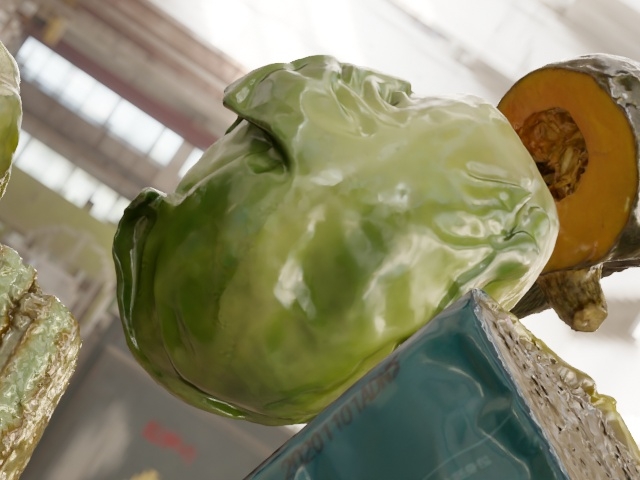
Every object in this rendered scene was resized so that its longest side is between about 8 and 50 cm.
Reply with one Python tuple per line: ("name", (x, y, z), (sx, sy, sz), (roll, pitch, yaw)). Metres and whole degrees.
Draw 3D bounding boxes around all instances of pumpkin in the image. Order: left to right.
("pumpkin", (0.198, -0.021, 1.648), (0.139, 0.317, 0.222), (-7, 74, -50))

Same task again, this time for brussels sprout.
("brussels sprout", (0.001, 0.001, 1.227), (0.227, 0.294, 0.259), (63, -12, 4))

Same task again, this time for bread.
("bread", (-0.196, 0.090, 0.979), (0.102, 0.138, 0.196), (29, -28, -13))

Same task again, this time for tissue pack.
("tissue pack", (0.014, 0.114, 0.443), (0.082, 0.169, 0.120), (33, 22, -40))

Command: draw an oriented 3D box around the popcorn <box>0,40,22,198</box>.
("popcorn", (-0.379, -0.106, 1.244), (0.334, 0.293, 0.292), (43, -21, -19))
